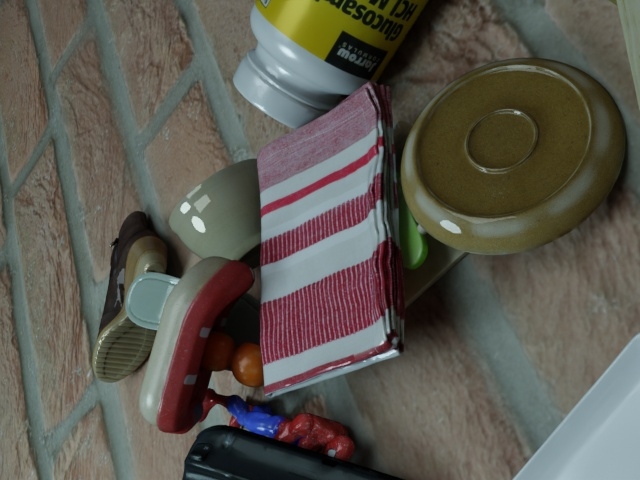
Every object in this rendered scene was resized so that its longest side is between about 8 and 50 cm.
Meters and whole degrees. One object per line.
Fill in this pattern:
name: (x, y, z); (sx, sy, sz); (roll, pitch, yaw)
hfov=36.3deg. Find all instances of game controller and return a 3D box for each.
game controller: (-0.027, 0.319, 1.090); (0.319, 0.067, 0.166); (11, 90, 27)

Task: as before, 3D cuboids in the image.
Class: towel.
towel: (0.000, 0.000, 1.148); (0.237, 0.037, 0.328); (-27, 57, 44)

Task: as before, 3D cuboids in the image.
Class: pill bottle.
pill bottle: (0.030, -0.308, 1.231); (0.334, 0.188, 0.188); (-57, 41, 21)

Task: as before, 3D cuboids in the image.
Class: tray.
tray: (0.258, 0.228, 0.886); (0.270, 0.030, 0.145); (-56, 42, 21)

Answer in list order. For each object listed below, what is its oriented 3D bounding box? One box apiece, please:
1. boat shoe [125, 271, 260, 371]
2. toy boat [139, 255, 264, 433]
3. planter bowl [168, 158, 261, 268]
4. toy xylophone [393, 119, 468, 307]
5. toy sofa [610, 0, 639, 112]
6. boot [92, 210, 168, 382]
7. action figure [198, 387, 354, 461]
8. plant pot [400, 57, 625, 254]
boat shoe: (-0.145, 0.111, 1.375); (0.303, 0.091, 0.114); (22, 91, 38)
toy boat: (-0.126, 0.139, 1.233); (0.151, 0.151, 0.231); (-29, -44, -84)
planter bowl: (-0.113, -0.021, 1.349); (0.162, 0.162, 0.109); (-44, 73, 33)
toy xylophone: (0.062, -0.007, 1.170); (0.322, 0.081, 0.236); (-52, 43, 25)
toy sofa: (0.350, -0.099, 0.791); (0.177, 0.150, 0.362); (-28, 57, 44)
boot: (-0.324, 0.092, 1.634); (0.248, 0.090, 0.207); (-65, 27, 14)
action figure: (-0.060, 0.270, 1.217); (0.280, 0.091, 0.139); (-3, 68, 52)
plant pot: (0.189, -0.097, 1.003); (0.236, 0.032, 0.236); (-12, 59, 21)
